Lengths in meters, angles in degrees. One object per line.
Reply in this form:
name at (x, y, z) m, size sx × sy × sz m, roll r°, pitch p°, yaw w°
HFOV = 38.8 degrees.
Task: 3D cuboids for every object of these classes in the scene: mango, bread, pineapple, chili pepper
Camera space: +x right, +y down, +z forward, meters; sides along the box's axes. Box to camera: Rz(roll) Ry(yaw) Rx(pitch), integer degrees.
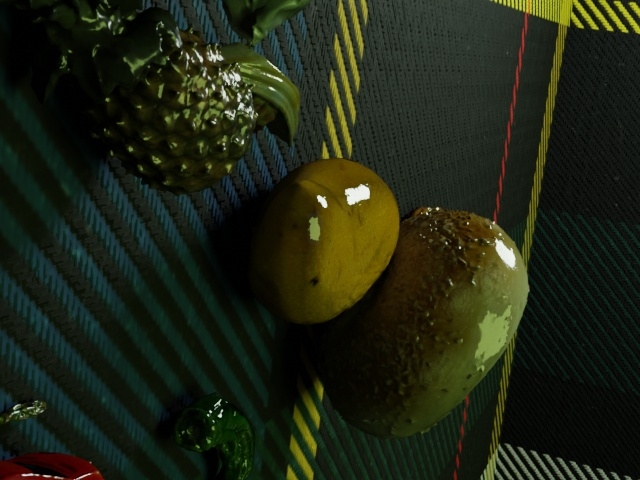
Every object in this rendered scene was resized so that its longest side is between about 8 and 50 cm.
mango at (-0.005, -0.002, 0.948) m, size 0.295 × 0.120 × 0.177 m, roll 1°, pitch 107°, yaw -67°
bread at (0.108, 0.091, 1.105) m, size 0.158 × 0.305 × 0.306 m, roll 36°, pitch 59°, yaw -21°
pineapple at (-0.136, -0.126, 0.584) m, size 0.251 × 0.125 × 0.125 m, roll 42°, pitch 61°, yaw -54°
chili pepper at (-0.101, 0.199, 0.898) m, size 0.182 × 0.050 × 0.073 m, roll 75°, pitch 26°, yaw -54°

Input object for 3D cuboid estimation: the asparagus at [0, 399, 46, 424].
asparagus at (-0.230, 0.124, 0.578) m, size 0.016 × 0.013 × 0.166 m, roll 59°, pitch 21°, yaw 7°

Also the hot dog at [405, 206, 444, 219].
hot dog at (0.183, 0.087, 1.468) m, size 0.196 × 0.122 × 0.272 m, roll -39°, pitch 135°, yaw -68°

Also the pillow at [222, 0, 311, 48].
pillow at (-0.053, -0.329, 0.633) m, size 0.283 × 0.138 × 0.310 m, roll 56°, pitch 47°, yaw -50°

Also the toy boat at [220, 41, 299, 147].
toy boat at (-0.060, -0.128, 0.818) m, size 0.066 × 0.065 × 0.172 m, roll -55°, pitch 157°, yaw 2°

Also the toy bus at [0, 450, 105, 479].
toy bus at (-0.217, 0.189, 0.559) m, size 0.195 × 0.081 × 0.089 m, roll -48°, pitch 134°, yaw -51°
